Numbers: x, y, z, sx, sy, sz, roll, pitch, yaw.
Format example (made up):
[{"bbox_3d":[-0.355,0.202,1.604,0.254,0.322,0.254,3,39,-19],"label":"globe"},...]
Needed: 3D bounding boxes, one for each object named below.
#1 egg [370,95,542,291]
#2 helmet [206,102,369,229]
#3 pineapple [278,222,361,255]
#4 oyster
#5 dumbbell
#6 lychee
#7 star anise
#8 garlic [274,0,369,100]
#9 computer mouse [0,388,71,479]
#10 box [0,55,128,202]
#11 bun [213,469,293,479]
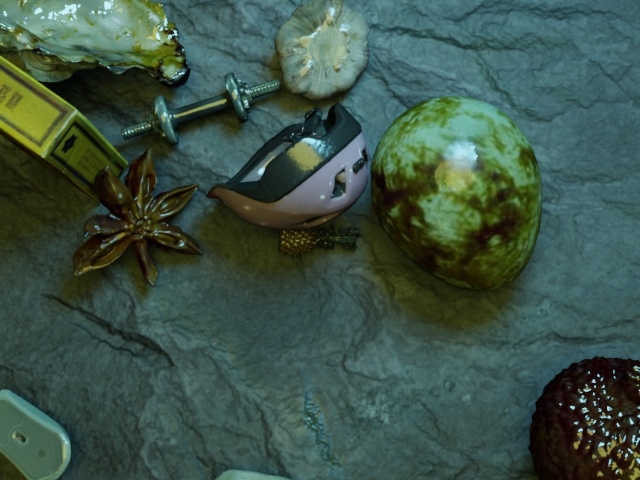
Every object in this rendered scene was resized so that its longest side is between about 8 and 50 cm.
[{"bbox_3d":[0.196,-0.062,1.535,0.238,0.238,0.289,-19,102,1],"label":"egg"},{"bbox_3d":[-0.029,-0.089,1.553,0.154,0.253,0.198,47,50,-4],"label":"helmet"},{"bbox_3d":[0.000,0.000,1.628,0.124,0.058,0.058,5,84,0],"label":"pineapple"},{"bbox_3d":[-0.376,-0.296,1.604,0.361,0.096,0.221,-7,46,-31],"label":"oyster"},{"bbox_3d":[-0.181,-0.200,1.647,0.254,0.081,0.081,-18,83,-1],"label":"dumbbell"},{"bbox_3d":[0.413,0.288,1.480,0.260,0.260,0.260,0,83,3],"label":"lychee"},{"bbox_3d":[-0.277,-0.035,1.614,0.212,0.111,0.196,-12,116,-18],"label":"star anise"},{"bbox_3d":[0.003,-0.292,1.639,0.147,0.102,0.159,16,96,-9],"label":"garlic"},{"bbox_3d":[-0.443,0.291,1.615,0.182,0.056,0.089,33,84,15],"label":"computer mouse"},{"bbox_3d":[-0.403,-0.165,1.542,0.193,0.301,0.084,33,84,7],"label":"box"},{"bbox_3d":[-0.100,0.442,1.542,0.231,0.133,0.231,0,85,4],"label":"bun"}]
